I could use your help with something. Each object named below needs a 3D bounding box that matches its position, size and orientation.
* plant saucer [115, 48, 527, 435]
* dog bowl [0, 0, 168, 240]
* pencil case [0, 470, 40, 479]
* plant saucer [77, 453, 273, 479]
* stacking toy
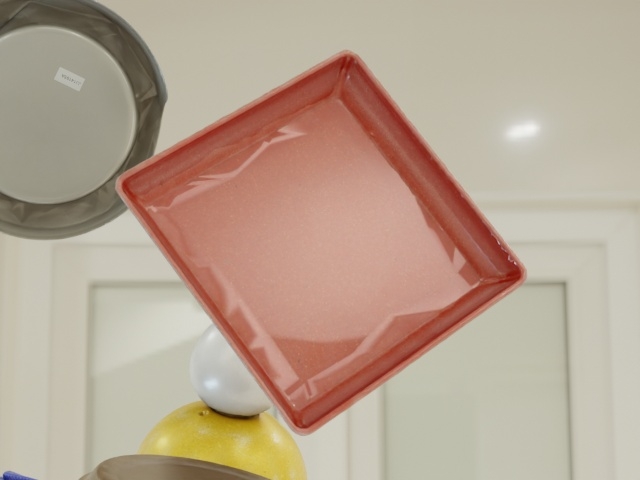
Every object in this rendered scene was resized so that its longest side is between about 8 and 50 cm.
[{"bbox_3d":[0.000,0.000,1.231,0.258,0.259,0.048,-32,-11,-26],"label":"plant saucer"},{"bbox_3d":[-0.388,-0.179,2.087,0.349,0.349,0.102,1,10,-10],"label":"dog bowl"},{"bbox_3d":[-0.205,0.266,0.807,0.119,0.306,0.133,18,12,16],"label":"pencil case"},{"bbox_3d":[-0.106,0.264,1.435,0.278,0.041,0.278,14,5,-1],"label":"plant saucer"},{"bbox_3d":[-0.117,0.310,1.751,0.350,0.480,0.350,13,12,-3],"label":"stacking toy"}]
